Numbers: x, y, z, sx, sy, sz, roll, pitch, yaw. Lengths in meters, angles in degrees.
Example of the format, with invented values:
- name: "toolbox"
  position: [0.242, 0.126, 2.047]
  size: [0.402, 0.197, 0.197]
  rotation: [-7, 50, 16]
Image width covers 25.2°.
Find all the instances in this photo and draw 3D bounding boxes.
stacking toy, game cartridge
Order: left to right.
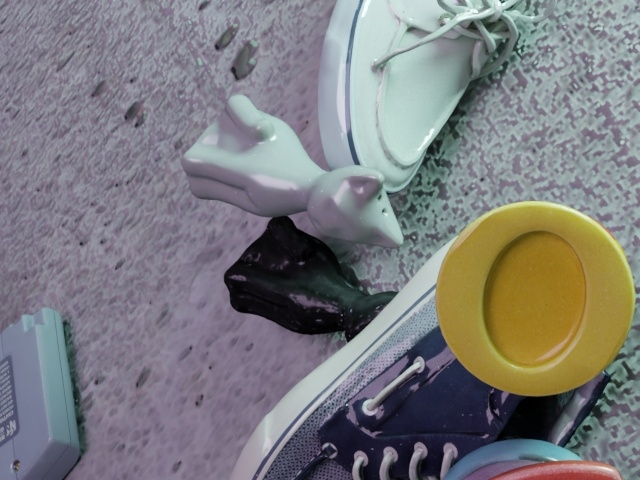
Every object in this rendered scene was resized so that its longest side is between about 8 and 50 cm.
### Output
- name: "game cartridge"
  position: [-0.371, 0.227, 1.550]
  size: [0.297, 0.062, 0.198]
  rotation: [-36, 54, 28]
- name: "stacking toy"
  position: [0.207, 0.130, 0.936]
  size: [0.279, 0.130, 0.309]
  rotation: [8, 100, 8]

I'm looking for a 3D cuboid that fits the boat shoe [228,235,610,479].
- name: "boat shoe"
  position: [0.066, 0.156, 1.089]
  size: [0.340, 0.127, 0.158]
  rotation: [-51, 39, 12]

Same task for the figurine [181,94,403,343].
- name: "figurine"
  position: [0.000, 0.000, 1.188]
  size: [0.092, 0.215, 0.209]
  rotation: [-39, 41, -27]

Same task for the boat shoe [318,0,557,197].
- name: "boat shoe"
  position: [0.120, -0.204, 1.216]
  size: [0.156, 0.136, 0.367]
  rotation: [1, 63, 42]
